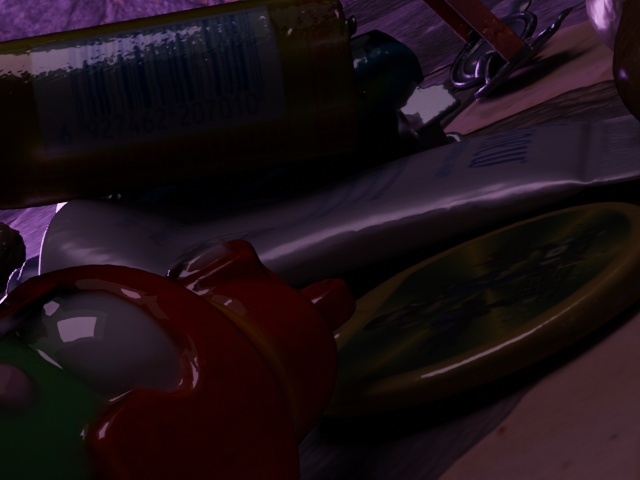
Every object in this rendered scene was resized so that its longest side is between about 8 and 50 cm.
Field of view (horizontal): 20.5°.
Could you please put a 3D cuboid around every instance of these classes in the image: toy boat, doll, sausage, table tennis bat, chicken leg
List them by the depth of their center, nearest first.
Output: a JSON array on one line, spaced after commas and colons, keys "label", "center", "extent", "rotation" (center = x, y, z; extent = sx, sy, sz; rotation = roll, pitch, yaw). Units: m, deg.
[{"label": "doll", "center": [-0.102, 0.099, 0.712], "extent": [0.182, 0.160, 0.363], "rotation": [-16, 14, 46]}, {"label": "table tennis bat", "center": [0.034, 0.050, 0.923], "extent": [0.320, 0.050, 0.198], "rotation": [-16, 15, 35]}, {"label": "sausage", "center": [-0.131, -0.087, 1.185], "extent": [0.317, 0.125, 0.117], "rotation": [-9, 47, -2]}, {"label": "toy boat", "center": [-0.033, -0.022, 1.280], "extent": [0.299, 0.134, 0.092], "rotation": [-36, 51, -9]}, {"label": "chicken leg", "center": [-0.395, 0.038, 2.029], "extent": [0.085, 0.069, 0.198], "rotation": [-25, 18, 28]}]

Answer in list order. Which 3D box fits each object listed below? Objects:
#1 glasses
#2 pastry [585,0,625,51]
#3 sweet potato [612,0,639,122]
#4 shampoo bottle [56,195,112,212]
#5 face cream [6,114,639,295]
[{"label": "glasses", "center": [0.090, -0.248, 1.594], "extent": [0.118, 0.268, 0.234], "rotation": [-47, 11, 6]}, {"label": "pastry", "center": [0.268, -0.187, 1.290], "extent": [0.156, 0.092, 0.156], "rotation": [-25, 9, 4]}, {"label": "sweet potato", "center": [0.276, -0.165, 1.128], "extent": [0.109, 0.109, 0.385], "rotation": [-19, 14, 42]}, {"label": "shampoo bottle", "center": [-0.167, -0.017, 1.587], "extent": [0.101, 0.101, 0.284], "rotation": [-31, 11, -14]}, {"label": "face cream", "center": [0.000, 0.000, 1.110], "extent": [0.420, 0.137, 0.235], "rotation": [-16, 7, 13]}]
